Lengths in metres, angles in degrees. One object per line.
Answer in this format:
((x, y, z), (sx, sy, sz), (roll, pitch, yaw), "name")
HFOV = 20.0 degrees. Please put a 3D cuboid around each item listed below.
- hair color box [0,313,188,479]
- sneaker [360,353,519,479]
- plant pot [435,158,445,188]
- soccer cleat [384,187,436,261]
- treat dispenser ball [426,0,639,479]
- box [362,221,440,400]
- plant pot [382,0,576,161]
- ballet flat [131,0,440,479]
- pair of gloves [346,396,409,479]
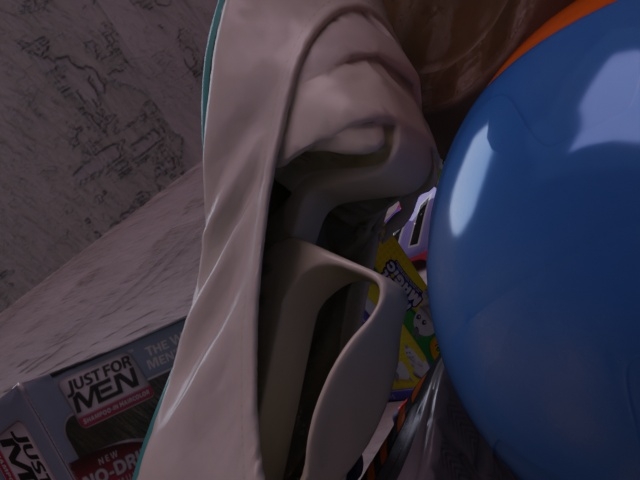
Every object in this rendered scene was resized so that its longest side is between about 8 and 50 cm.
((-0.176, 0.175, 1.160), (0.185, 0.113, 0.374), (-23, -10, -43), "hair color box")
((0.023, 0.166, 1.058), (0.180, 0.124, 0.321), (-23, 15, 36), "sneaker")
((0.177, -0.120, 1.463), (0.207, 0.228, 0.227), (-42, -12, -10), "plant pot")
((0.136, -0.051, 1.709), (0.248, 0.095, 0.083), (-25, 14, 31), "soccer cleat")
((0.194, 0.010, 0.850), (0.288, 0.288, 0.288), (-31, 12, 7), "treat dispenser ball")
((0.036, 0.041, 1.394), (0.043, 0.179, 0.105), (-39, 13, -30), "box")
((0.179, -0.135, 1.141), (0.323, 0.280, 0.323), (-22, 60, 46), "plant pot")
((0.000, 0.000, 0.985), (0.139, 0.139, 0.400), (-14, 62, 58), "ballet flat")
((0.025, 0.150, 1.190), (0.198, 0.023, 0.159), (-40, -17, -21), "pair of gloves")
